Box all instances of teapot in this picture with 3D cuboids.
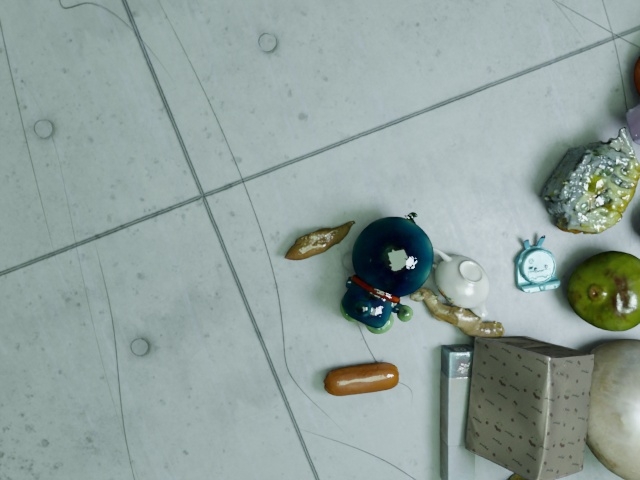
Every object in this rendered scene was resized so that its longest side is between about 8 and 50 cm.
[{"bbox_3d":[0.357,0.095,1.507,0.226,0.092,0.145,45,50,14],"label":"teapot"}]

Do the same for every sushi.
[{"bbox_3d":[0.690,-0.146,1.500,0.184,0.139,0.274,30,91,-8],"label":"sushi"}]

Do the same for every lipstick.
[{"bbox_3d":[0.364,0.467,1.564,0.079,0.076,0.372,-2,96,-6],"label":"lipstick"}]

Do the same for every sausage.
[{"bbox_3d":[0.105,0.362,1.537,0.197,0.076,0.077,-6,96,-2],"label":"sausage"}]

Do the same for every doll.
[{"bbox_3d":[0.163,0.078,1.452,0.198,0.186,0.322,21,92,13],"label":"doll"}]

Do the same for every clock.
[{"bbox_3d":[0.569,0.061,1.557,0.107,0.045,0.147,-10,96,-5],"label":"clock"}]

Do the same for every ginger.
[{"bbox_3d":[0.358,0.192,1.541,0.287,0.075,0.089,29,115,-11],"label":"ginger"}]

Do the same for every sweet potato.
[{"bbox_3d":[0.000,0.000,1.503,0.205,0.060,0.068,-24,131,-12],"label":"sweet potato"}]

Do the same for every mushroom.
[{"bbox_3d":[0.807,0.439,1.521,0.361,0.295,0.363,6,65,-13],"label":"mushroom"}]

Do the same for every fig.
[{"bbox_3d":[0.761,0.129,1.520,0.225,0.202,0.203,-7,97,-41],"label":"fig"}]

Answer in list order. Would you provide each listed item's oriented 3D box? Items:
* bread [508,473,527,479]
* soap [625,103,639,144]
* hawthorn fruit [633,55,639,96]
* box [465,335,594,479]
[{"bbox_3d":[0.588,0.739,1.520,0.195,0.252,0.239,11,97,-4],"label":"bread"},{"bbox_3d":[0.945,-0.305,1.399,0.296,0.285,0.107,11,59,-25],"label":"soap"},{"bbox_3d":[0.899,-0.432,1.448,0.196,0.225,0.197,1,83,-6],"label":"hawthorn fruit"},{"bbox_3d":[0.517,0.400,1.465,0.190,0.225,0.298,2,93,-34],"label":"box"}]
